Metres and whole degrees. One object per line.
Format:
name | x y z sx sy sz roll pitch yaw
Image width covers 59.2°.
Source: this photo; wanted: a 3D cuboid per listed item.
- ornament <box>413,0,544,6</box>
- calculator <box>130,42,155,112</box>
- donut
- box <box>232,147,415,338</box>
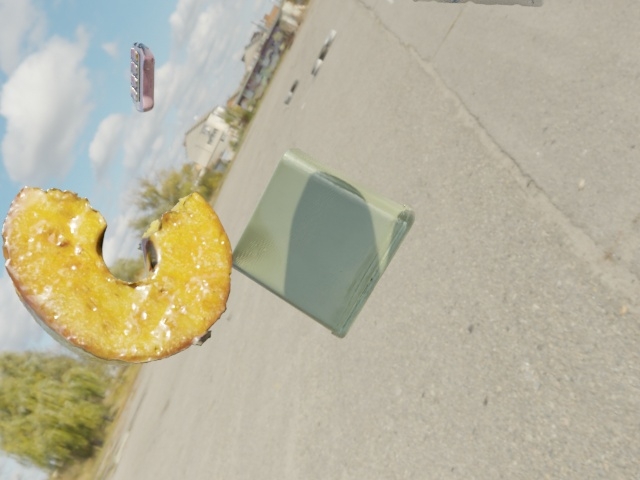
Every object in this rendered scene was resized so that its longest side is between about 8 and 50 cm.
ornament | 0.257 -0.549 0.900 0.240 0.239 0.240 23 -96 -63
calculator | -0.529 -0.483 1.665 0.294 0.043 0.194 42 130 55
donut | -0.403 0.077 1.135 0.163 0.435 0.378 -41 50 50
box | 0.000 0.000 1.395 0.352 0.343 0.177 -61 -5 14
